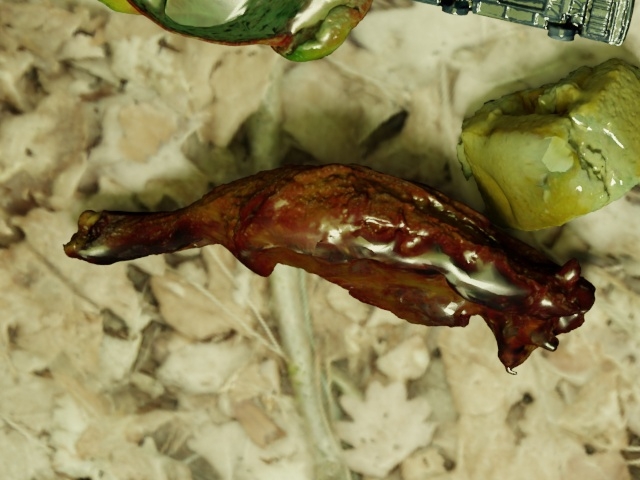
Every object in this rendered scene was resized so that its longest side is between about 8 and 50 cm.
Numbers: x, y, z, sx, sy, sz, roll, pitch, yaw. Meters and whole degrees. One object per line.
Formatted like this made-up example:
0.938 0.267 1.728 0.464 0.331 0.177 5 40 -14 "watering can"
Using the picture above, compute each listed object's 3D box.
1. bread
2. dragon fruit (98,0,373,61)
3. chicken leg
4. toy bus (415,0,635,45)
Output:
0.163 -0.055 1.362 0.156 0.110 0.103 -29 104 23 "bread"
-0.061 -0.254 1.353 0.268 0.130 0.295 43 111 -6 "dragon fruit"
0.000 0.000 1.418 0.407 0.096 0.158 8 147 14 "chicken leg"
0.137 -0.176 1.353 0.166 0.065 0.047 14 109 12 "toy bus"
